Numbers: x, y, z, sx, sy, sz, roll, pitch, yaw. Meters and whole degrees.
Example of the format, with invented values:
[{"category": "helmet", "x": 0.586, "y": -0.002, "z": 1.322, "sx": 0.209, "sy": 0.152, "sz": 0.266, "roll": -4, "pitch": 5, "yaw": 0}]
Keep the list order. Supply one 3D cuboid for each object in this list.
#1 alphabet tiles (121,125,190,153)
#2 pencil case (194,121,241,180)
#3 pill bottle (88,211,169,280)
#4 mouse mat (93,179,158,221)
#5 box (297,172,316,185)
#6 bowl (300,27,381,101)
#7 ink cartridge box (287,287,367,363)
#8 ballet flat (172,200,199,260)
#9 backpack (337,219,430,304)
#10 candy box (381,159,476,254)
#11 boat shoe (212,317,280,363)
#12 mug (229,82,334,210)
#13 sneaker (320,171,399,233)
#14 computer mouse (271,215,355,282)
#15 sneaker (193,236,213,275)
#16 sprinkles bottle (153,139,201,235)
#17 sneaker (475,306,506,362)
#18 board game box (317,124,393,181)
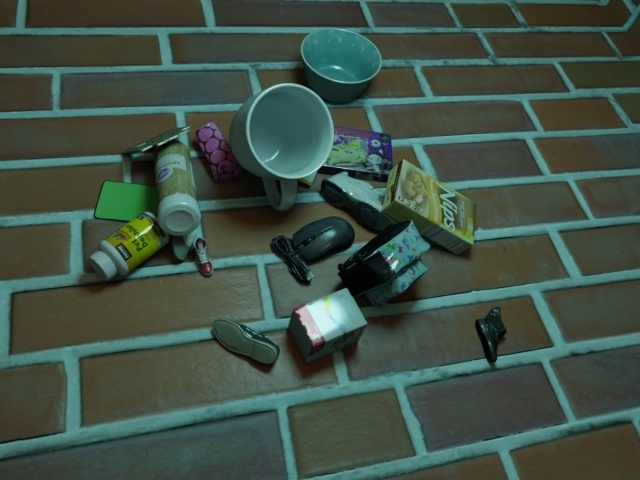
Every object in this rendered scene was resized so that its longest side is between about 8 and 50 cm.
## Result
[{"category": "alphabet tiles", "x": -0.519, "y": -0.327, "z": 1.858, "sx": 0.198, "sy": 0.009, "sz": 0.237, "roll": -34, "pitch": 24, "yaw": -29}, {"category": "pencil case", "x": -0.350, "y": -0.297, "z": 1.927, "sx": 0.098, "sy": 0.095, "sz": 0.209, "roll": -31, "pitch": 63, "yaw": -2}, {"category": "pill bottle", "x": -0.551, "y": 0.019, "z": 1.649, "sx": 0.117, "sy": 0.117, "sz": 0.215, "roll": 38, "pitch": 57, "yaw": 14}, {"category": "mouse mat", "x": -0.601, "y": -0.121, "z": 1.802, "sx": 0.189, "sy": 0.007, "sz": 0.153, "roll": 6, "pitch": 55, "yaw": -6}, {"category": "box", "x": -0.044, "y": -0.262, "z": 1.954, "sx": 0.081, "sy": 0.028, "sz": 0.136, "roll": 24, "pitch": 85, "yaw": -6}, {"category": "bowl", "x": 0.066, "y": -0.651, "z": 2.204, "sx": 0.311, "sy": 0.163, "sz": 0.312, "roll": 6, "pitch": 55, "yaw": -8}, {"category": "ink cartridge box", "x": 0.019, "y": 0.239, "z": 1.611, "sx": 0.176, "sy": 0.128, "sz": 0.127, "roll": -20, "pitch": 63, "yaw": -23}, {"category": "ballet flat", "x": -0.403, "y": -0.040, "z": 1.741, "sx": 0.068, "sy": 0.072, "sz": 0.213, "roll": -19, "pitch": 51, "yaw": 21}, {"category": "backpack", "x": 0.207, "y": 0.060, "z": 1.719, "sx": 0.191, "sy": 0.225, "sz": 0.253, "roll": 49, "pitch": 53, "yaw": -5}, {"category": "candy box", "x": 0.362, "y": -0.109, "z": 1.887, "sx": 0.316, "sy": 0.087, "sz": 0.183, "roll": 28, "pitch": 53, "yaw": -16}, {"category": "boat shoe", "x": -0.205, "y": 0.276, "z": 1.596, "sx": 0.206, "sy": 0.075, "sz": 0.065, "roll": 26, "pitch": 12, "yaw": 13}, {"category": "mug", "x": -0.143, "y": -0.279, "z": 1.807, "sx": 0.276, "sy": 0.328, "sz": 0.374, "roll": -11, "pitch": 99, "yaw": -23}, {"category": "sneaker", "x": 0.146, "y": -0.138, "z": 1.911, "sx": 0.297, "sy": 0.111, "sz": 0.129, "roll": 38, "pitch": 52, "yaw": 13}, {"category": "computer mouse", "x": 0.000, "y": 0.000, "z": 1.804, "sx": 0.272, "sy": 0.072, "sz": 0.188, "roll": -28, "pitch": 65, "yaw": -27}, {"category": "sneaker", "x": -0.350, "y": 0.043, "z": 1.705, "sx": 0.042, "sy": 0.067, "sz": 0.118, "roll": -17, "pitch": 61, "yaw": -21}, {"category": "sprinkles bottle", "x": -0.440, "y": -0.168, "z": 1.743, "sx": 0.121, "sy": 0.121, "sz": 0.355, "roll": -5, "pitch": 41, "yaw": -15}, {"category": "sneaker", "x": 0.527, "y": 0.283, "z": 1.734, "sx": 0.089, "sy": 0.051, "sz": 0.170, "roll": -5, "pitch": 54, "yaw": -10}, {"category": "board game box", "x": 0.086, "y": -0.320, "z": 2.057, "sx": 0.346, "sy": 0.056, "sz": 0.208, "roll": 7, "pitch": 51, "yaw": -7}]
